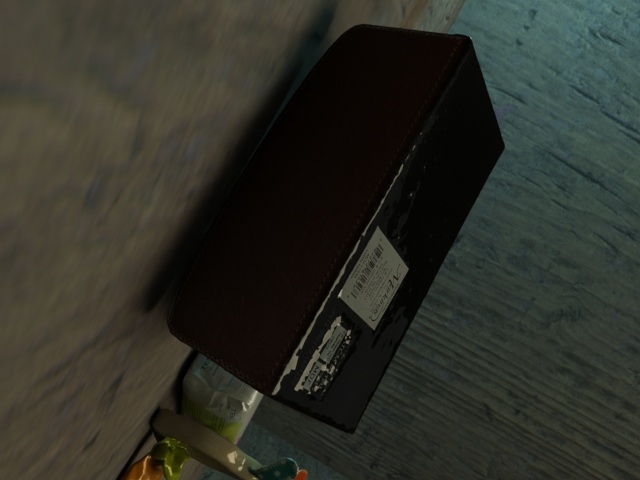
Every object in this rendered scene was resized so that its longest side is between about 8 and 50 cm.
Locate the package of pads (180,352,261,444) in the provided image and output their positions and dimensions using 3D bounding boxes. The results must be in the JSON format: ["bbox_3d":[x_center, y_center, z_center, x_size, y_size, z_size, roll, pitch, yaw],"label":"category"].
[{"bbox_3d":[-0.112,0.173,0.893,0.229,0.101,0.297,-60,176,-32],"label":"package of pads"}]

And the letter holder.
[{"bbox_3d":[-0.010,-0.027,0.542,0.302,0.214,0.152,-60,145,-11],"label":"letter holder"}]

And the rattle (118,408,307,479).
[{"bbox_3d":[-0.134,0.298,0.732,0.143,0.199,0.130,-57,175,-45],"label":"rattle"}]
